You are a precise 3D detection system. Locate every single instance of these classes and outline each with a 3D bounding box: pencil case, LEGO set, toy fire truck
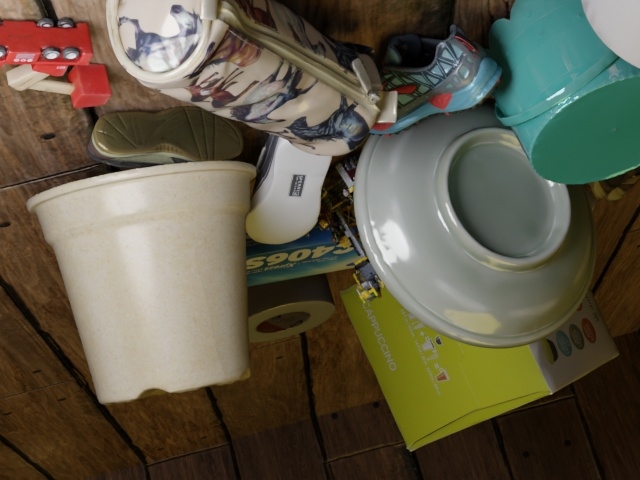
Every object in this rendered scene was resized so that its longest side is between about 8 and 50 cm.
[{"bbox_3d":[-0.076,-0.218,1.550,0.183,0.160,0.410,-8,166,30],"label":"pencil case"},{"bbox_3d":[0.093,-0.039,2.019,0.331,0.255,0.192,-23,-176,40],"label":"LEGO set"},{"bbox_3d":[-0.333,-0.210,1.548,0.192,0.047,0.135,-4,158,-29],"label":"toy fire truck"}]

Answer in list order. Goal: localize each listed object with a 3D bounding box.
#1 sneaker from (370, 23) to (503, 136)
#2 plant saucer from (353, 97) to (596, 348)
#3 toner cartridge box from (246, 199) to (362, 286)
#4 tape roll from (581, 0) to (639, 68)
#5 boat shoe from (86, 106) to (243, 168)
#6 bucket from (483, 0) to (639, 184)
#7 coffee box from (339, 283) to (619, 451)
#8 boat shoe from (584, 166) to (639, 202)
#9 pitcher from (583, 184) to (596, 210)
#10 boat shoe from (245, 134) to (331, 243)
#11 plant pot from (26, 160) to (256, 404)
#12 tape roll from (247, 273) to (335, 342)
[{"bbox_3d":[0.125,-0.234,1.800,0.262,0.104,0.125,-15,124,44],"label":"sneaker"},{"bbox_3d":[0.247,-0.048,1.870,0.400,0.400,0.100,-6,163,-26],"label":"plant saucer"},{"bbox_3d":[0.000,0.000,2.316,0.348,0.075,0.165,-10,161,-16],"label":"toner cartridge box"},{"bbox_3d":[0.440,-0.333,1.520,0.246,0.246,0.169,-14,160,-6],"label":"tape roll"},{"bbox_3d":[-0.217,-0.137,1.797,0.223,0.080,0.073,-2,166,-32],"label":"boat shoe"},{"bbox_3d":[0.371,-0.220,1.794,0.281,0.183,0.281,-13,149,-8],"label":"bucket"},{"bbox_3d":[0.304,0.159,2.488,0.338,0.337,0.334,-29,172,35],"label":"coffee box"},{"bbox_3d":[0.494,-0.154,2.219,0.130,0.132,0.355,-40,168,15],"label":"boat shoe"},{"bbox_3d":[0.353,-0.101,2.264,0.207,0.125,0.178,19,-177,-40],"label":"pitcher"},{"bbox_3d":[-0.049,-0.105,1.943,0.108,0.102,0.301,4,146,-9],"label":"boat shoe"},{"bbox_3d":[-0.232,0.069,1.872,0.334,0.305,0.334,-10,176,-1],"label":"plant pot"},{"bbox_3d":[-0.083,0.133,2.611,0.219,0.072,0.219,-14,159,-5],"label":"tape roll"}]
